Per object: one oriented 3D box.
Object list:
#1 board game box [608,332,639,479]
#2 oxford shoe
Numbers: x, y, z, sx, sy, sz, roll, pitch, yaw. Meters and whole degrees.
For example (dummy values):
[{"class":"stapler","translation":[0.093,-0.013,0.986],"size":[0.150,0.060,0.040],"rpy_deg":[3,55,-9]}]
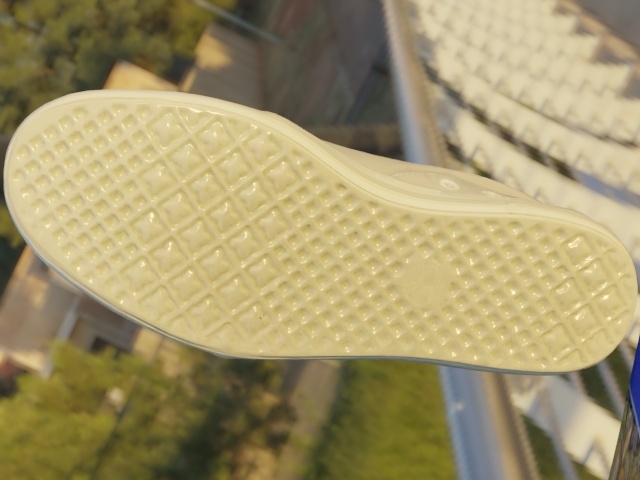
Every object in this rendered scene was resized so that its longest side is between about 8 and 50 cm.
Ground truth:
[{"class":"board game box","translation":[0.174,0.186,0.404],"size":[0.141,0.232,0.291],"rpy_deg":[-69,-12,-72]},{"class":"oxford shoe","translation":[0.000,0.000,1.121],"size":[0.130,0.449,0.169],"rpy_deg":[-133,56,-72]}]
